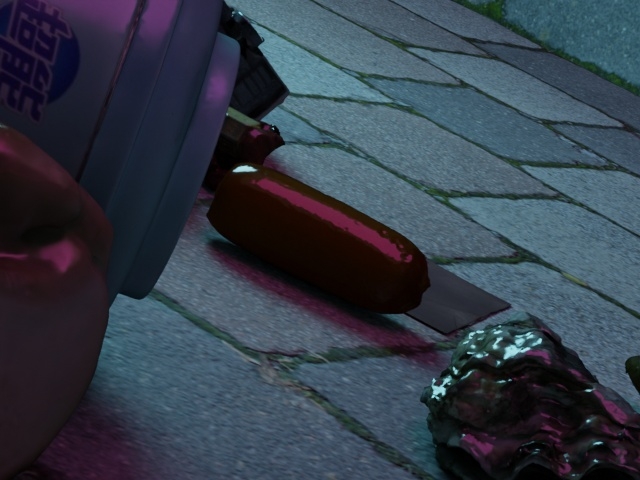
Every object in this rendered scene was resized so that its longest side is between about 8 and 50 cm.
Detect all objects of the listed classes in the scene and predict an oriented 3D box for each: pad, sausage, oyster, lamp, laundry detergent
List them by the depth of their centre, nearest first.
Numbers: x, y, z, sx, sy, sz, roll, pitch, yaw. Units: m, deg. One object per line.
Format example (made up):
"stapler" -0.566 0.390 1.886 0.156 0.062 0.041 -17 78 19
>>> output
"laundry detergent" -0.222 -0.097 1.233 0.305 0.287 0.287 20 15 -10
"oyster" 0.165 0.125 1.385 0.198 0.112 0.268 9 18 -43
"sausage" 0.000 0.000 1.640 0.197 0.076 0.076 26 15 11
"pad" 0.095 0.043 1.762 0.113 0.006 0.188 29 16 18
"lamp" -0.148 -0.143 1.774 0.215 0.151 0.223 35 16 25

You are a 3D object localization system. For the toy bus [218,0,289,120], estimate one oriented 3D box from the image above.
"toy bus" -0.157 -0.247 1.916 0.342 0.097 0.138 52 -2 -32

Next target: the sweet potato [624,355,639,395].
"sweet potato" 0.354 0.177 1.558 0.108 0.079 0.346 -11 26 -12

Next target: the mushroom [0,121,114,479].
"mushroom" -0.309 0.006 0.995 0.313 0.224 0.397 16 1 38
